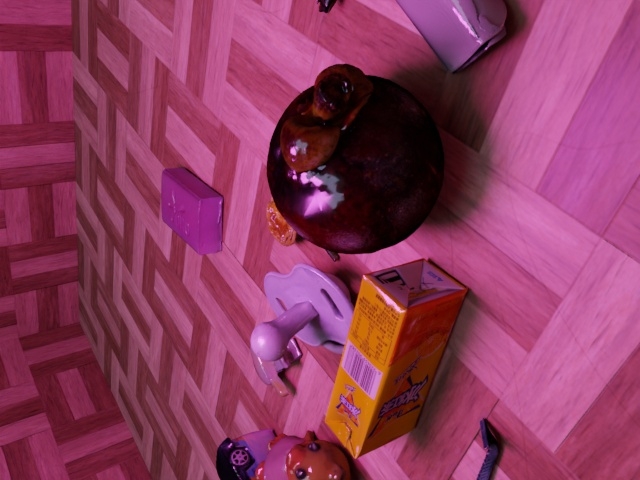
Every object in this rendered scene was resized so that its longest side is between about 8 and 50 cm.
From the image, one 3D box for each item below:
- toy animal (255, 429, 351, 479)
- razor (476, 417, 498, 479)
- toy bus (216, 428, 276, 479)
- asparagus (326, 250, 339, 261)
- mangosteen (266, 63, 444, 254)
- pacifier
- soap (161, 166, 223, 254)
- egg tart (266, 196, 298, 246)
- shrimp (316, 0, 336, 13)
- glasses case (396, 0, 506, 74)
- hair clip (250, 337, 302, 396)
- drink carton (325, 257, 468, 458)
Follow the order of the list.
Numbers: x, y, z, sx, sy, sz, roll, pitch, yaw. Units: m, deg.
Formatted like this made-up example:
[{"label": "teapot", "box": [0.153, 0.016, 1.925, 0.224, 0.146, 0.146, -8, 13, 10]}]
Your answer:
[{"label": "toy animal", "box": [-0.032, 0.545, 1.350, 0.169, 0.195, 0.281, 36, 148, -11]}, {"label": "razor", "box": [0.278, 0.399, 0.976, 0.066, 0.033, 0.190, -71, -15, -64]}, {"label": "toy bus", "box": [-0.114, 0.680, 1.497, 0.386, 0.162, 0.171, 45, 137, 37]}, {"label": "asparagus", "box": [0.000, 0.000, 1.244, 0.127, 0.015, 0.018, 50, 135, 33]}, {"label": "mangosteen", "box": [0.042, -0.122, 0.907, 0.297, 0.293, 0.297, 2, 92, 45]}, {"label": "pacifier", "box": [-0.048, 0.176, 1.197, 0.287, 0.226, 0.238, -11, 110, 56]}, {"label": "soap", "box": [-0.383, -0.090, 1.693, 0.259, 0.081, 0.181, 36, 128, 43]}, {"label": "egg tart", "box": [-0.076, -0.050, 1.303, 0.130, 0.052, 0.130, 21, 117, 51]}, {"label": "shrimp", "box": [0.068, -0.507, 0.949, 0.222, 0.054, 0.290, 47, 132, 35]}, {"label": "glasses case", "box": [0.152, -0.388, 0.833, 0.308, 0.083, 0.128, 56, 160, 5]}, {"label": "hair clip", "box": [-0.118, 0.326, 1.480, 0.218, 0.071, 0.159, -41, 70, 56]}, {"label": "drink carton", "box": [0.126, 0.213, 1.017, 0.111, 0.154, 0.351, 41, 132, 41]}]
